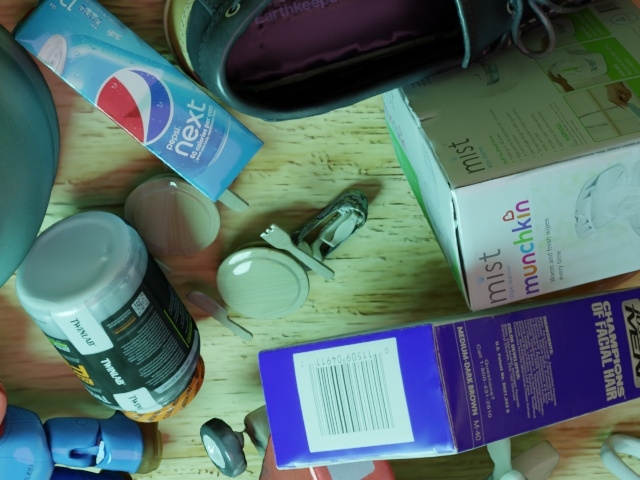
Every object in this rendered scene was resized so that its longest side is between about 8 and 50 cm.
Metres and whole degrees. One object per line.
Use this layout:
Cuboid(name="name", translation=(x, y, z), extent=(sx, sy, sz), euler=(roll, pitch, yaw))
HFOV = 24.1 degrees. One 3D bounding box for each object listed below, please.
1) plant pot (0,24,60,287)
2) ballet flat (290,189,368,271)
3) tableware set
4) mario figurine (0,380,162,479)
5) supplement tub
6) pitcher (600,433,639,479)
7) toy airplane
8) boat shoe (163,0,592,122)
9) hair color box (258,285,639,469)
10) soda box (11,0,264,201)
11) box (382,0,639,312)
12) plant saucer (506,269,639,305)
Cuboid(name="plant pot", translation=(-0.353, -0.036, 1.198), extent=(0.293, 0.196, 0.293), euler=(-5, 122, -9))
Cuboid(name="ballet flat", translation=(0.000, 0.000, 1.388), extent=(0.114, 0.041, 0.041), euler=(-43, 120, 15))
Cuboid(name="tableware set", translation=(-0.092, 0.001, 1.369), extent=(0.194, 0.039, 0.128), euler=(38, 123, -23))
Cuboid(name="mario figurine", translation=(-0.319, 0.176, 1.406), extent=(0.321, 0.170, 0.198), euler=(12, 77, -29))
Cuboid(name="supplement tub", translation=(-0.180, 0.073, 1.338), extent=(0.117, 0.117, 0.190), euler=(-24, 134, 3))
Cuboid(name="pitcher", translation=(0.391, 0.274, 1.542), extent=(0.178, 0.207, 0.125), euler=(7, 119, -15))
Cuboid(name="toy airplane", translation=(0.038, 0.336, 1.463), extent=(0.384, 0.272, 0.386), euler=(20, 103, -44))
Cuboid(name="boat shoe", translation=(0.118, -0.223, 1.208), extent=(0.500, 0.156, 0.186), euler=(-20, 121, -1))
Cuboid(name="hair color box", translation=(0.129, 0.114, 1.287), extent=(0.339, 0.185, 0.110), euler=(-8, 87, -50))
Cuboid(name="soda box", translation=(-0.150, -0.125, 1.229), extent=(0.210, 0.071, 0.067), euler=(39, 90, -18))
Cuboid(name="box", translation=(0.190, -0.084, 1.243), extent=(0.231, 0.262, 0.126), euler=(-15, 122, -3))
Cuboid(name="plant saucer", translation=(0.223, -0.007, 1.400), extent=(0.200, 0.037, 0.200), euler=(-7, 144, -5))
